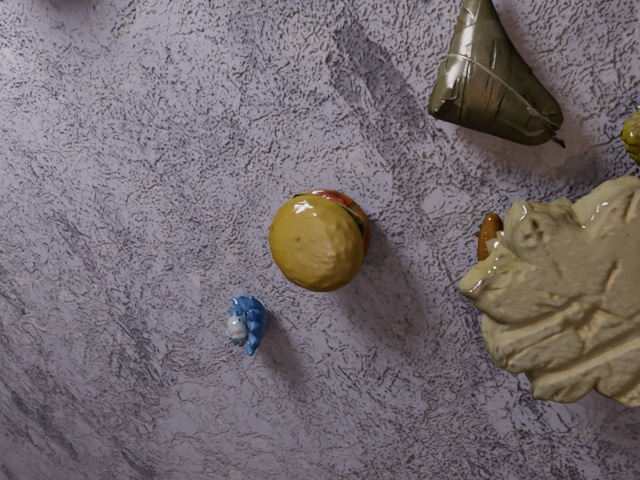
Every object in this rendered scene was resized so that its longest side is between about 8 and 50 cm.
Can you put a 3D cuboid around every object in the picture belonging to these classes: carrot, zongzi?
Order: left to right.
[{"bbox_3d":[0.249,0.028,0.619,0.048,0.048,0.139,-3,106,22],"label":"carrot"},{"bbox_3d":[0.246,-0.215,0.520,0.189,0.081,0.178,19,105,7],"label":"zongzi"}]

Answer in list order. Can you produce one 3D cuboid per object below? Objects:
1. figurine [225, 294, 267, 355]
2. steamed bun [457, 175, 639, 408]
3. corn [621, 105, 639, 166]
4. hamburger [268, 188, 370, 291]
[{"bbox_3d":[-0.138,0.148,0.789,0.114,0.079,0.114,19,111,62],"label":"figurine"},{"bbox_3d":[0.324,0.057,0.542,0.296,0.137,0.292,3,111,12],"label":"steamed bun"},{"bbox_3d":[0.492,-0.029,0.467,0.363,0.120,0.120,46,118,0],"label":"corn"},{"bbox_3d":[0.000,0.000,0.663,0.162,0.115,0.162,8,111,20],"label":"hamburger"}]
